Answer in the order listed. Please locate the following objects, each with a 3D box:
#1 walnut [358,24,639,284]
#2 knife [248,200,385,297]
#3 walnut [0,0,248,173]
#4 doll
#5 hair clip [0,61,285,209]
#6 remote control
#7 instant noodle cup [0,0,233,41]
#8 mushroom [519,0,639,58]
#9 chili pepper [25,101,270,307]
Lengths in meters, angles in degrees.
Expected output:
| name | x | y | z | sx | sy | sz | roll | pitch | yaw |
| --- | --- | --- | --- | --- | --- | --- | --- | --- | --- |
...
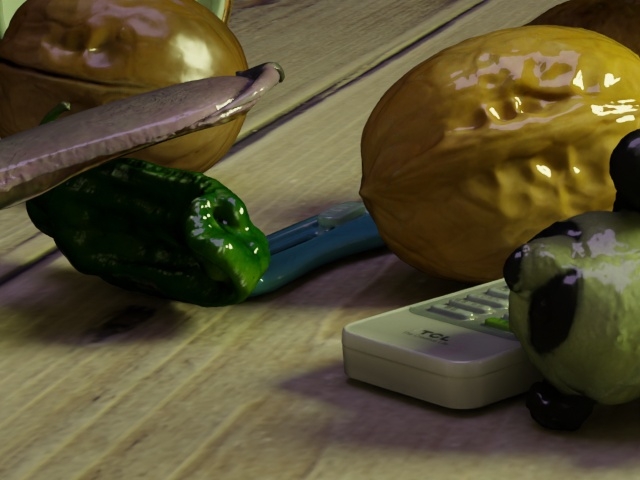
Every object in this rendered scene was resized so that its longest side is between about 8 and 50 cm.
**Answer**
| name | x | y | z | sx | sy | sz | roll | pitch | yaw |
| --- | --- | --- | --- | --- | --- | --- | --- | --- | --- |
| walnut | 0.122 | -0.053 | 1.256 | 0.206 | 0.159 | 0.159 | -14 | 16 | -9 |
| knife | 0.000 | 0.000 | 1.325 | 0.064 | 0.031 | 0.222 | 12 | 19 | 31 |
| walnut | -0.157 | -0.121 | 1.547 | 0.207 | 0.167 | 0.167 | 10 | 16 | 11 |
| doll | 0.205 | 0.022 | 1.024 | 0.234 | 0.143 | 0.135 | -10 | -27 | -25 |
| hair clip | -0.181 | -0.034 | 1.172 | 0.358 | 0.095 | 0.110 | -30 | -18 | -26 |
| remote control | 0.130 | 0.045 | 1.127 | 0.250 | 0.034 | 0.103 | -13 | 18 | -40 |
| instant noodle cup | -0.216 | -0.261 | 1.921 | 0.296 | 0.296 | 0.214 | -5 | 22 | -15 |
| mushroom | 0.232 | -0.101 | 1.348 | 0.285 | 0.151 | 0.156 | 24 | 47 | 26 |
| chili pepper | -0.112 | -0.013 | 1.251 | 0.074 | 0.100 | 0.257 | -34 | 31 | -31 |
